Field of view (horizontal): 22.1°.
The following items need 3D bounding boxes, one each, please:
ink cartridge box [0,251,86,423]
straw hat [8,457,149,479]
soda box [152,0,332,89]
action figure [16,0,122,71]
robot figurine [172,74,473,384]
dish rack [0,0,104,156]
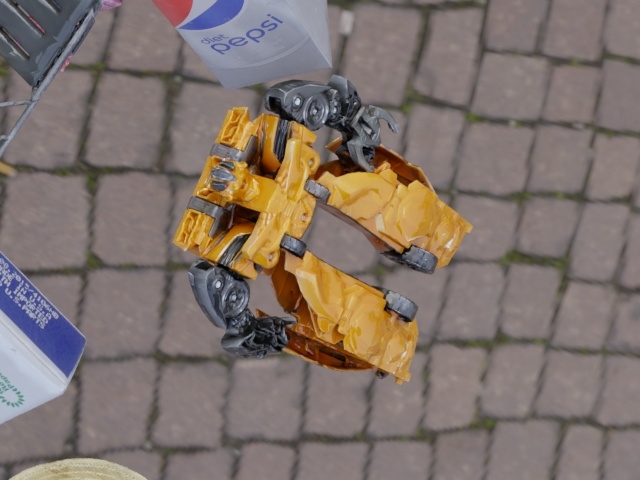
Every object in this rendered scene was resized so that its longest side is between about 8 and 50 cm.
[{"bbox_3d":[-0.394,0.041,1.188,0.324,0.330,0.071,49,33,-24],"label":"ink cartridge box"},{"bbox_3d":[-0.148,0.203,0.984,0.144,0.145,0.061,4,145,-33],"label":"straw hat"},{"bbox_3d":[-0.078,-0.214,1.147,0.286,0.091,0.098,48,35,-62],"label":"soda box"},{"bbox_3d":[-0.171,-0.318,1.456,0.248,0.275,0.370,11,106,-31],"label":"action figure"},{"bbox_3d":[0.000,0.000,1.214,0.291,0.085,0.211,32,79,-51],"label":"robot figurine"},{"bbox_3d":[-0.229,-0.082,0.744,0.271,0.208,0.074,-49,173,27],"label":"dish rack"}]
